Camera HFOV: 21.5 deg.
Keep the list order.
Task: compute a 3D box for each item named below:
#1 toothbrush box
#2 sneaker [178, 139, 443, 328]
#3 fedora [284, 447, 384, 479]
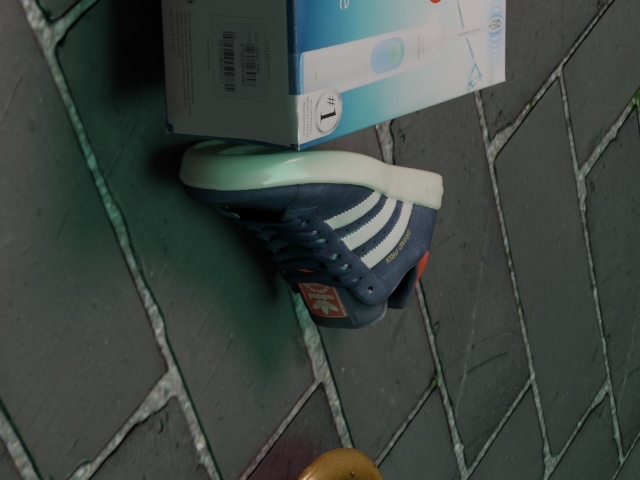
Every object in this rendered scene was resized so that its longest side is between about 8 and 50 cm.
[{"bbox_3d":[0.018,-0.203,1.266,0.295,0.126,0.216,-22,116,-53],"label":"toothbrush box"},{"bbox_3d":[0.000,0.000,1.410,0.350,0.131,0.148,7,91,-58],"label":"sneaker"},{"bbox_3d":[-0.009,0.280,1.557,0.194,0.079,0.194,-15,109,-51],"label":"fedora"}]
